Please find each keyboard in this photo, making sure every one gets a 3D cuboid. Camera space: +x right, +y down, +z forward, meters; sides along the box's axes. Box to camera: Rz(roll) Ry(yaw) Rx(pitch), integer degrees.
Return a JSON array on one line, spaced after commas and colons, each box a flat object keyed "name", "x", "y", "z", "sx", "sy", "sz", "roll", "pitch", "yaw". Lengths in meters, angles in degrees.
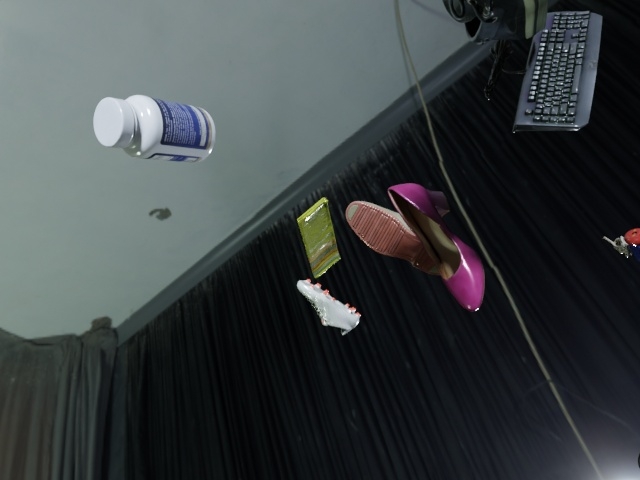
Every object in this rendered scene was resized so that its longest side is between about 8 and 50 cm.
[{"name": "keyboard", "x": 0.412, "y": -0.330, "z": 0.889, "sx": 0.201, "sy": 0.317, "sz": 0.033, "roll": 6, "pitch": 149, "yaw": 30}]

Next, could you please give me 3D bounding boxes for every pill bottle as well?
[{"name": "pill bottle", "x": -0.255, "y": -0.173, "z": 0.725, "sx": 0.094, "sy": 0.094, "sz": 0.169, "roll": -43, "pitch": 163, "yaw": 27}]

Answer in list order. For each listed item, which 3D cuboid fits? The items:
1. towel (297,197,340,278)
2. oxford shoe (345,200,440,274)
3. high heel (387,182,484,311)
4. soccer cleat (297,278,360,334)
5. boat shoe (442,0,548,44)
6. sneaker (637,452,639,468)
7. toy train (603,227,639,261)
[{"name": "towel", "x": 0.000, "y": 0.000, "z": 1.237, "sx": 0.102, "sy": 0.021, "sz": 0.237, "roll": -43, "pitch": 144, "yaw": -23}, {"name": "oxford shoe", "x": 0.269, "y": -0.024, "z": 1.588, "sx": 0.397, "sy": 0.146, "sz": 0.140, "roll": 32, "pitch": 122, "yaw": -1}, {"name": "high heel", "x": 0.293, "y": 0.015, "z": 1.229, "sx": 0.181, "sy": 0.377, "sz": 0.127, "roll": 4, "pitch": 142, "yaw": -28}, {"name": "soccer cleat", "x": 0.013, "y": 0.166, "z": 1.138, "sx": 0.196, "sy": 0.068, "sz": 0.076, "roll": 36, "pitch": 95, "yaw": -24}, {"name": "boat shoe", "x": 0.252, "y": -0.417, "z": 0.703, "sx": 0.156, "sy": 0.187, "sz": 0.500, "roll": -6, "pitch": -177, "yaw": 25}, {"name": "sneaker", "x": 0.845, "y": 0.505, "z": 0.977, "sx": 0.281, "sy": 0.106, "sz": 0.162, "roll": 12, "pitch": 158, "yaw": 29}, {"name": "toy train", "x": 0.694, "y": -0.004, "z": 0.930, "sx": 0.143, "sy": 0.248, "sz": 0.105, "roll": -34, "pitch": 106, "yaw": 14}]
